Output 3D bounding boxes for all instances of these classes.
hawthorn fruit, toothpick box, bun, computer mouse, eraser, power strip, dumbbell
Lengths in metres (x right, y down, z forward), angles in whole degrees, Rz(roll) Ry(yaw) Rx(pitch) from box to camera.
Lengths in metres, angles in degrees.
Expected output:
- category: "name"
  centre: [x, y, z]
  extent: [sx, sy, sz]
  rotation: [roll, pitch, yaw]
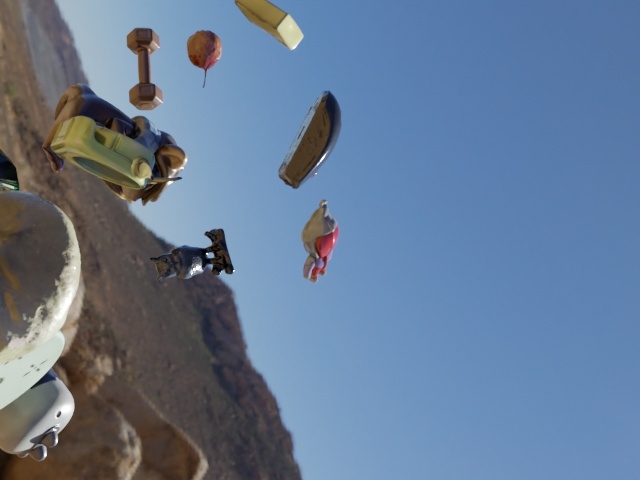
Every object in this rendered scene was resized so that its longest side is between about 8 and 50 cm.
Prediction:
- category: "hawthorn fruit"
  centre: [-0.211, -0.334, 1.535]
  extent: [0.067, 0.066, 0.103]
  rotation: [-162, -118, -72]
- category: "toothpick box"
  centre: [-0.743, 0.384, 2.030]
  extent: [0.316, 0.229, 0.229]
  rotation: [48, -25, 14]
- category: "bun"
  centre: [-0.482, 0.052, 1.208]
  extent: [0.168, 0.272, 0.273]
  rotation: [62, 10, -70]
- category: "computer mouse"
  centre: [-0.014, -0.258, 2.200]
  extent: [0.269, 0.100, 0.170]
  rotation: [-63, -170, 2]
- category: "eraser"
  centre: [-0.133, -0.573, 2.146]
  extent: [0.172, 0.058, 0.117]
  rotation: [40, 0, 28]
- category: "power strip"
  centre: [-0.709, 0.233, 1.738]
  extent: [0.161, 0.357, 0.357]
  rotation: [49, -24, 13]
- category: "dumbbell"
  centre: [-0.484, -0.471, 2.297]
  extent: [0.082, 0.092, 0.231]
  rotation: [123, -36, -69]

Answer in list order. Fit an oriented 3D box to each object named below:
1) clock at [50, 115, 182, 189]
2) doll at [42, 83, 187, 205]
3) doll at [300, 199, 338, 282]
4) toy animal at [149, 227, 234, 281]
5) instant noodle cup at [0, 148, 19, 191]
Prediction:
- category: "clock"
  centre: [-0.382, -0.152, 1.575]
  extent: [0.170, 0.232, 0.069]
  rotation: [1, -113, 57]
- category: "doll"
  centre: [-0.484, -0.211, 1.950]
  extent: [0.318, 0.339, 0.209]
  rotation: [24, -93, 49]
- category: "doll"
  centre: [0.000, 0.000, 1.842]
  extent: [0.075, 0.102, 0.228]
  rotation: [28, -41, 25]
- category: "toy animal"
  centre: [-0.321, 0.042, 1.998]
  extent: [0.117, 0.210, 0.121]
  rotation: [-16, -94, 56]
- category: "instant noodle cup"
  centre: [-0.817, -0.108, 1.853]
  extent: [0.178, 0.240, 0.240]
  rotation: [-32, -114, 33]
